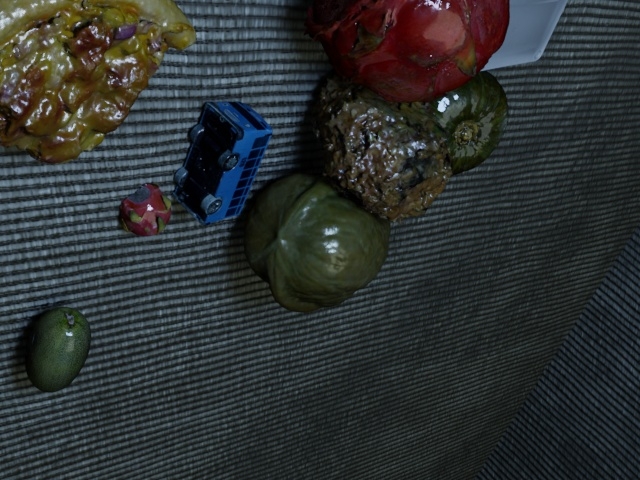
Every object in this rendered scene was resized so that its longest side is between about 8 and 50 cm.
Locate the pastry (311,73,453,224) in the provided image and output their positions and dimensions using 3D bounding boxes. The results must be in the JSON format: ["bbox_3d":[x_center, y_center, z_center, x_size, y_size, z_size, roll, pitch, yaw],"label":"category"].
[{"bbox_3d":[0.112,-0.168,2.077,0.274,0.275,0.193,-10,165,-47],"label":"pastry"}]

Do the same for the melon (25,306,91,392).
[{"bbox_3d":[-0.413,0.173,1.985,0.099,0.099,0.162,-16,145,-43],"label":"melon"}]

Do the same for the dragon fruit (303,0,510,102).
[{"bbox_3d":[0.128,-0.349,1.860,0.296,0.295,0.301,-50,141,7],"label":"dragon fruit"}]

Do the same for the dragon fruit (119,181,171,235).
[{"bbox_3d":[-0.265,-0.043,1.948,0.083,0.060,0.056,-35,153,-16],"label":"dragon fruit"}]

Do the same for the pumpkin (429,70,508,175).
[{"bbox_3d":[0.228,-0.221,2.279,0.223,0.157,0.224,-17,128,-24],"label":"pumpkin"}]

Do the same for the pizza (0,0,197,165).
[{"bbox_3d":[-0.331,-0.216,1.599,0.408,0.114,0.278,-10,130,-44],"label":"pizza"}]

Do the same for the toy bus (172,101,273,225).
[{"bbox_3d":[-0.150,-0.125,1.969,0.106,0.090,0.185,-16,141,-44],"label":"toy bus"}]

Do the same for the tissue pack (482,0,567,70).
[{"bbox_3d":[0.286,-0.391,2.162,0.246,0.136,0.159,-16,140,-44],"label":"tissue pack"}]

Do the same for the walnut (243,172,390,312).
[{"bbox_3d":[0.000,0.000,2.183,0.283,0.227,0.283,-38,144,-35],"label":"walnut"}]
